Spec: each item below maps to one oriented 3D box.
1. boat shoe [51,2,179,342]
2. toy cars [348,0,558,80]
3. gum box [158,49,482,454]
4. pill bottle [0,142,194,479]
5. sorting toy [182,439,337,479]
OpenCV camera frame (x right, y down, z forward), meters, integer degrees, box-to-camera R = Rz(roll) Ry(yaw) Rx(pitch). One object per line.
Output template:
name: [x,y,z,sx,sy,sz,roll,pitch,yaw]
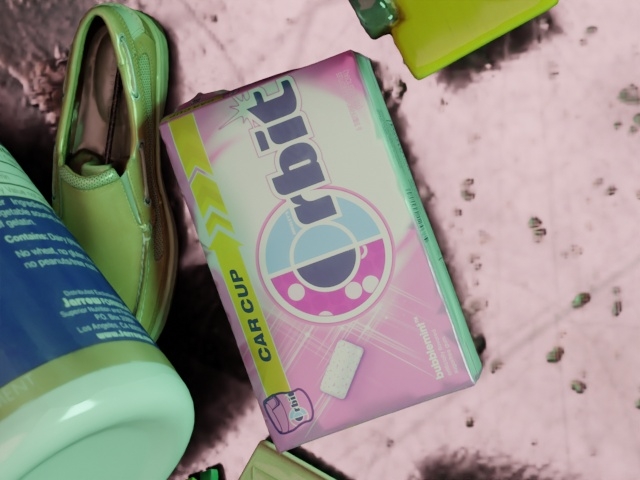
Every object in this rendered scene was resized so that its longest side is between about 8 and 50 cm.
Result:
boat shoe: [-0.115,-0.028,0.832,0.068,0.072,0.190,-2,92,9]
toy cars: [-0.052,-0.206,0.811,0.394,0.087,0.176,21,87,12]
gum box: [0.000,0.000,0.819,0.107,0.062,0.188,-20,89,10]
pill bottle: [-0.193,0.029,0.783,0.153,0.153,0.264,-45,66,9]
sorting toy: [-0.032,0.138,0.856,0.083,0.012,0.062,29,102,4]
